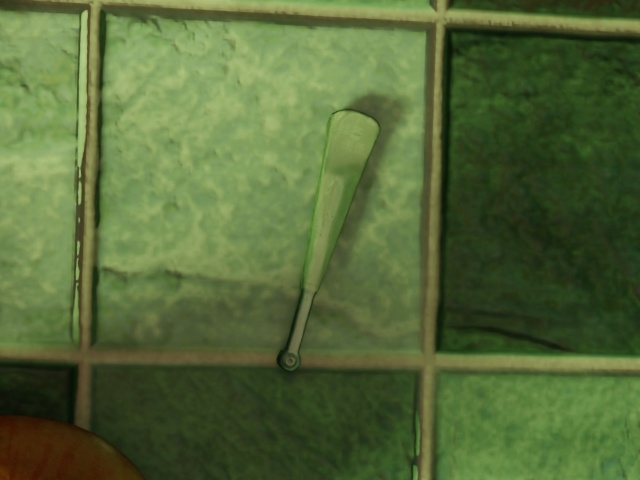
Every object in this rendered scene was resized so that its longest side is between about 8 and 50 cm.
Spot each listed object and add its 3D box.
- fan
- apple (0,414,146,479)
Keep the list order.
[{"bbox_3d":[0.000,0.000,1.344,0.038,0.016,0.193,17,87,-8],"label":"fan"},{"bbox_3d":[-0.203,0.213,1.234,0.209,0.164,0.209,-1,93,-9],"label":"apple"}]
